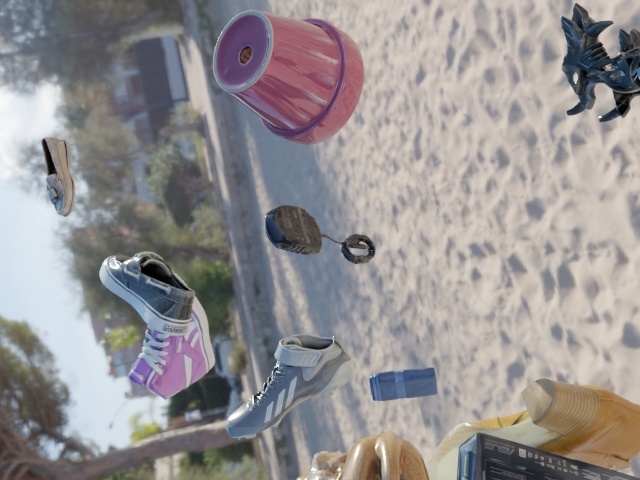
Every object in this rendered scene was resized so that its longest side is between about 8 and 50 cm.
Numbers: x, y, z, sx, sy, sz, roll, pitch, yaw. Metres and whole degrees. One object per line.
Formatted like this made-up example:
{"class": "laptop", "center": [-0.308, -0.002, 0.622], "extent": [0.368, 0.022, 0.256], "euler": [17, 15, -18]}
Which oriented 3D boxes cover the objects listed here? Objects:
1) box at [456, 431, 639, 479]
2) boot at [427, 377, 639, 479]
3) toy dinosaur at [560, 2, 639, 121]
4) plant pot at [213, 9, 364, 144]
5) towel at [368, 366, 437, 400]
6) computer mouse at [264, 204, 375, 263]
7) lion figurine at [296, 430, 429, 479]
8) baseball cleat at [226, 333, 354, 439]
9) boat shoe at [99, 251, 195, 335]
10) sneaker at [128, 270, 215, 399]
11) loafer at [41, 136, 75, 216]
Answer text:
{"class": "box", "center": [0.273, 0.346, 0.865], "extent": [0.059, 0.232, 0.184], "euler": [115, 169, -50]}
{"class": "boot", "center": [0.309, 0.304, 1.039], "extent": [0.295, 0.211, 0.104], "euler": [-50, 30, 34]}
{"class": "toy dinosaur", "center": [0.384, -0.188, 0.786], "extent": [0.218, 0.164, 0.322], "euler": [18, 80, 48]}
{"class": "plant pot", "center": [-0.061, -0.270, 1.168], "extent": [0.180, 0.201, 0.202], "euler": [14, -125, -49]}
{"class": "towel", "center": [0.147, 0.254, 1.318], "extent": [0.029, 0.119, 0.067], "euler": [-92, -5, -49]}
{"class": "computer mouse", "center": [0.000, 0.000, 1.140], "extent": [0.041, 0.242, 0.071], "euler": [-34, 56, 33]}
{"class": "lion figurine", "center": [0.048, 0.282, 0.740], "extent": [0.392, 0.142, 0.240], "euler": [118, 165, -51]}
{"class": "baseball cleat", "center": [-0.057, 0.196, 1.040], "extent": [0.110, 0.205, 0.072], "euler": [60, -179, -23]}
{"class": "boat shoe", "center": [-0.235, 0.055, 1.025], "extent": [0.219, 0.077, 0.070], "euler": [29, 105, 45]}
{"class": "sneaker", "center": [-0.293, 0.188, 1.375], "extent": [0.102, 0.161, 0.282], "euler": [26, 140, 38]}
{"class": "loafer", "center": [-0.378, -0.092, 1.056], "extent": [0.039, 0.045, 0.125], "euler": [18, -130, -47]}
